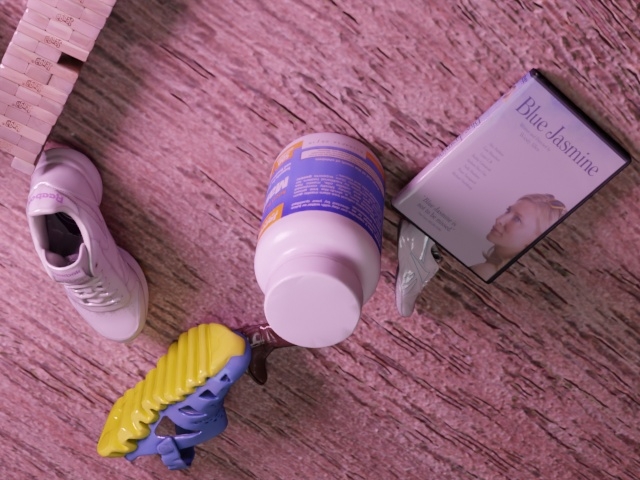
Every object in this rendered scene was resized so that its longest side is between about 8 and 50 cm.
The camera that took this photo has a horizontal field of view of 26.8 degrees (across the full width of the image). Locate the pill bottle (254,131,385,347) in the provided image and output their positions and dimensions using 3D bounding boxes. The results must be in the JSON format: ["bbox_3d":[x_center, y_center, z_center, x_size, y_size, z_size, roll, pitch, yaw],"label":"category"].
[{"bbox_3d":[0.000,0.000,1.624,0.152,0.272,0.152,3,126,4],"label":"pill bottle"}]

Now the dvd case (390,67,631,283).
[{"bbox_3d":[0.238,-0.074,1.683,0.180,0.022,0.253,38,114,-20],"label":"dvd case"}]

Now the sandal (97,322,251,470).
[{"bbox_3d":[-0.186,0.231,1.919,0.138,0.126,0.317,31,132,-20],"label":"sandal"}]

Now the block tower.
[{"bbox_3d":[-0.317,-0.238,1.596,0.097,0.091,0.335,25,124,-11],"label":"block tower"}]

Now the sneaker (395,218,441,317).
[{"bbox_3d":[0.129,0.041,1.778,0.061,0.054,0.152,2,126,0],"label":"sneaker"}]

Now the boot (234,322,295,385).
[{"bbox_3d":[-0.053,0.152,1.893,0.114,0.037,0.106,-16,126,11],"label":"boot"}]

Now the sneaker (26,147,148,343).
[{"bbox_3d":[-0.317,0.035,1.760,0.114,0.152,0.305,-11,126,11],"label":"sneaker"}]
